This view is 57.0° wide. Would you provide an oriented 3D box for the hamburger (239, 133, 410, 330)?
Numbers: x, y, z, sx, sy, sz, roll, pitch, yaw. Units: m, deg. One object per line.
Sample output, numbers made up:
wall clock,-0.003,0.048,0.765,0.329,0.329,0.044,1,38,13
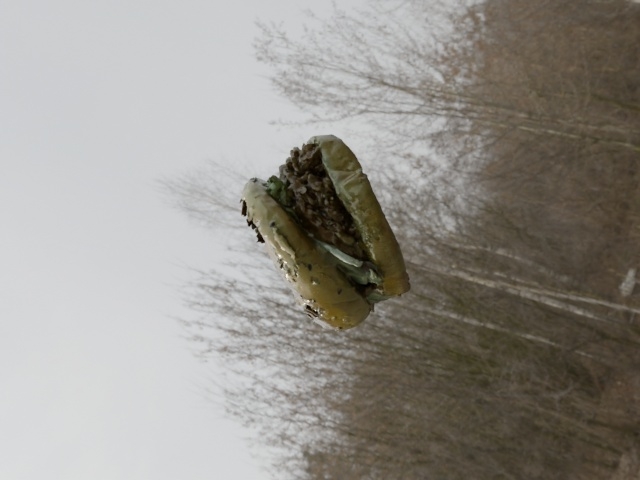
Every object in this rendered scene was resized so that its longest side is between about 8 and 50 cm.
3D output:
hamburger,0.000,0.000,0.531,0.185,0.114,0.177,-121,6,-71
